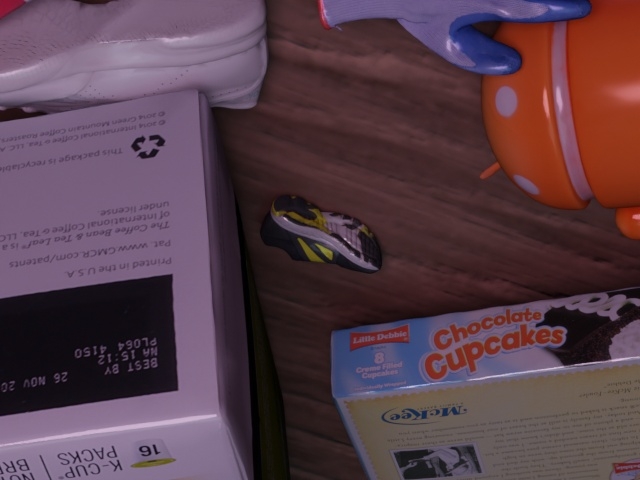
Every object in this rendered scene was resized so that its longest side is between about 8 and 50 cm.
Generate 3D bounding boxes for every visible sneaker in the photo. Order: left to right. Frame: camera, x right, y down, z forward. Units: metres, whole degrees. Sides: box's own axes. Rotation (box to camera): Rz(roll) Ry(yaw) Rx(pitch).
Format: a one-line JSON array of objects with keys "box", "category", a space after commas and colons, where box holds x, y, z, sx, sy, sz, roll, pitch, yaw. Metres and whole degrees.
[{"box": [-0.133, -0.088, 0.802, 0.212, 0.080, 0.094, -5, 139, -3], "category": "sneaker"}, {"box": [0.000, 0.000, 0.905, 0.083, 0.031, 0.035, 28, 134, -18], "category": "sneaker"}]

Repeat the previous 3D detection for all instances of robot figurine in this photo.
[{"box": [0.182, -0.080, 0.779, 0.219, 0.128, 0.158, -5, 163, 22], "category": "robot figurine"}]

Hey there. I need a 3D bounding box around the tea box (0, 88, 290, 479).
[{"box": [-0.192, 0.120, 0.822, 0.329, 0.220, 0.323, -8, 139, 1], "category": "tea box"}]

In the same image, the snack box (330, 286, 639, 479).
[{"box": [0.183, 0.110, 0.936, 0.322, 0.060, 0.187, -9, 139, 11], "category": "snack box"}]

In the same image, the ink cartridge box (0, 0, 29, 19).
[{"box": [-0.145, -0.192, 0.723, 0.150, 0.063, 0.109, -28, 124, 15], "category": "ink cartridge box"}]

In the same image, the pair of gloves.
[{"box": [0.056, -0.177, 0.722, 0.159, 0.023, 0.198, -1, 109, 25], "category": "pair of gloves"}]
